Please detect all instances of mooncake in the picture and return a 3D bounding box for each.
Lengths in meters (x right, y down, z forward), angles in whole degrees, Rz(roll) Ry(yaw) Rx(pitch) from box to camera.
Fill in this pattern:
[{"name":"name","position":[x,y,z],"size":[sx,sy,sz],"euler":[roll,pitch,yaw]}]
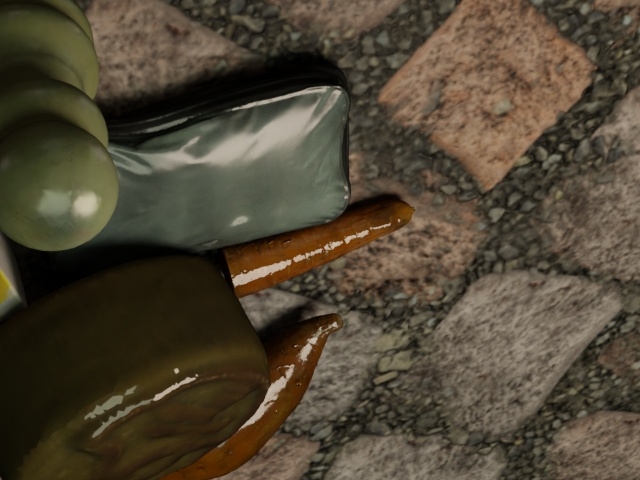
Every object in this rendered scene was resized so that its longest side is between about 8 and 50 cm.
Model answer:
[{"name":"mooncake","position":[-0.193,0.145,1.594],"size":[0.284,0.155,0.284],"euler":[-26,158,-11]}]

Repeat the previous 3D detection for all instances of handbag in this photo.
[{"name":"handbag","position":[-0.123,-0.058,1.567],"size":[0.332,0.075,0.191],"euler":[-15,137,-14]}]

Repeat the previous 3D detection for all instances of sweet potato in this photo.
[{"name":"sweet potato","position":[-0.114,0.195,1.763],"size":[0.359,0.112,0.112],"euler":[-38,133,8]}]

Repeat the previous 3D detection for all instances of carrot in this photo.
[{"name":"carrot","position":[0.000,0.000,1.678],"size":[0.210,0.061,0.061],"euler":[-19,134,-12]}]

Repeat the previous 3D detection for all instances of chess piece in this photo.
[{"name":"chess piece","position":[-0.233,-0.093,1.358],"size":[0.144,0.251,0.144],"euler":[-12,132,-14]}]

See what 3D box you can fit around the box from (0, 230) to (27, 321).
[{"name":"box","position":[-0.424,0.026,1.482],"size":[0.260,0.111,0.194],"euler":[-28,135,-1]}]
